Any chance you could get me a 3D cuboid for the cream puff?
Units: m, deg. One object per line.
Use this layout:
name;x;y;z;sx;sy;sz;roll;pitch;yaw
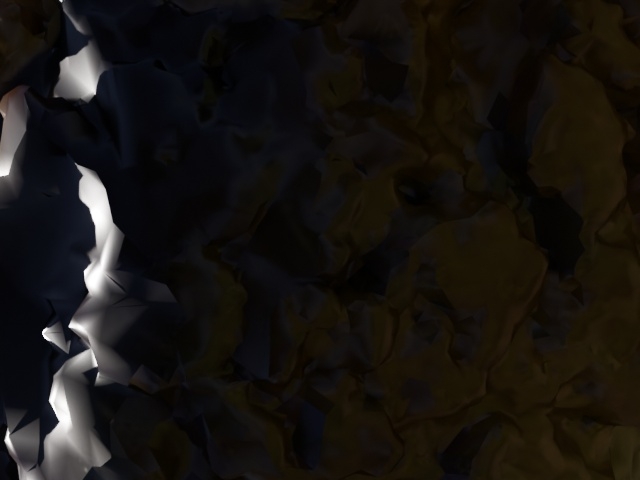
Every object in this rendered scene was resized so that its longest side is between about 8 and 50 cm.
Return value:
cream puff;0.000;0.000;0.577;0.231;0.343;0.327;3;-95;-57
